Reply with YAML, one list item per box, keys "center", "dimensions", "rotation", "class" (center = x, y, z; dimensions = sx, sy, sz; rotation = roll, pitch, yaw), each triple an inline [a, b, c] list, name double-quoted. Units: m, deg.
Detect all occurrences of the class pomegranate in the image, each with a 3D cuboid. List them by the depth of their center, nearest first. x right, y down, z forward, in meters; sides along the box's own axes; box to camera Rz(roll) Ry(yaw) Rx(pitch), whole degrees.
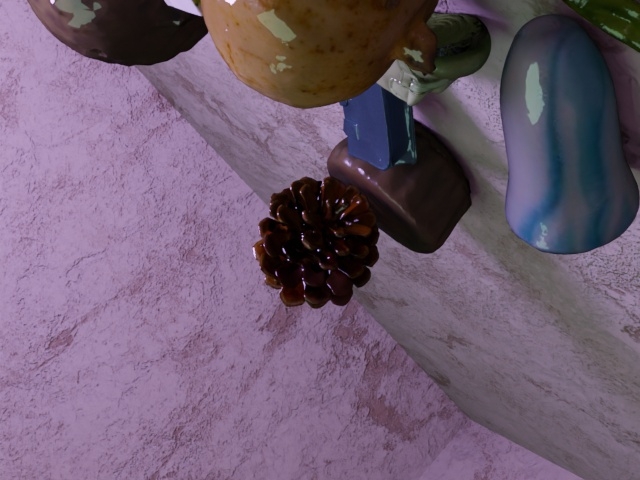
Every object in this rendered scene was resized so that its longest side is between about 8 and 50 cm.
- center: [0.019, -0.326, 1.183]
  dimensions: [0.342, 0.342, 0.342]
  rotation: [41, 169, 10]
  class: "pomegranate"

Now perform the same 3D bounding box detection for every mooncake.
- center: [0.158, -0.115, 1.862]
  dimensions: [0.290, 0.161, 0.290]
  rotation: [41, 170, 9]
  class: "mooncake"

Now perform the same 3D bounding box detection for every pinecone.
- center: [-0.005, -0.009, 1.792]
  dimensions: [0.264, 0.264, 0.264]
  rotation: [41, 169, 10]
  class: "pinecone"

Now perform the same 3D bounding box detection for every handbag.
- center: [0.085, -0.245, 1.641]
  dimensions: [0.179, 0.062, 0.229]
  rotation: [29, 132, 54]
  class: "handbag"

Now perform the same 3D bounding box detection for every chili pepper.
- center: [0.354, -0.227, 1.035]
  dimensions: [0.201, 0.050, 0.052]
  rotation: [37, 152, 17]
  class: "chili pepper"

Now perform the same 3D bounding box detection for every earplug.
- center: [0.306, -0.147, 1.212]
  dimensions: [0.185, 0.185, 0.324]
  rotation: [35, 161, 37]
  class: "earplug"

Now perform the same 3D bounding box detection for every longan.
- center: [-0.311, -0.487, 1.571]
  dimensions: [0.391, 0.391, 0.391]
  rotation: [41, 169, 10]
  class: "longan"

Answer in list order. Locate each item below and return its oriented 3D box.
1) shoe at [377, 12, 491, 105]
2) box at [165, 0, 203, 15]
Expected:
- center: [0.156, -0.272, 1.372]
  dimensions: [0.262, 0.140, 0.128]
  rotation: [37, 159, 54]
  class: "shoe"
- center: [-0.158, -0.481, 1.337]
  dimensions: [0.111, 0.260, 0.194]
  rotation: [26, 162, 44]
  class: "box"
